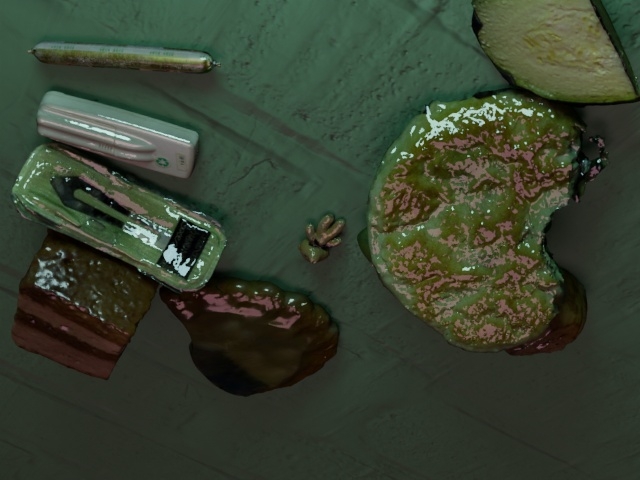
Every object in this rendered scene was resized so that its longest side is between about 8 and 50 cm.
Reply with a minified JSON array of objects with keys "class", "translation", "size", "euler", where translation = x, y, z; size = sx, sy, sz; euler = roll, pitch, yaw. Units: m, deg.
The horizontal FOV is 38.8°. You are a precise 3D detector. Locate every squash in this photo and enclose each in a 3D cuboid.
[{"class":"squash","translation":[0.267,-0.245,1.021],"size":[0.184,0.085,0.192],"euler":[13,149,50]}]

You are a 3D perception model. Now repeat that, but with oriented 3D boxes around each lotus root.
[{"class":"lotus root","translation":[0.330,0.099,1.368],"size":[0.160,0.135,0.095],"euler":[-3,138,0]}]

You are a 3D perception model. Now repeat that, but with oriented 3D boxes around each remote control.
[{"class":"remote control","translation":[-0.290,-0.148,1.303],"size":[0.230,0.049,0.090],"euler":[15,143,-4]}]

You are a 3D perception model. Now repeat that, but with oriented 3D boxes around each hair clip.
[{"class":"hair clip","translation":[-0.308,-0.034,1.399],"size":[0.321,0.138,0.091],"euler":[29,167,-14]}]

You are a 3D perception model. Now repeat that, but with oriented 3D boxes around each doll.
[{"class":"doll","translation":[0.001,-0.005,1.404],"size":[0.062,0.051,0.093],"euler":[25,110,-11]}]

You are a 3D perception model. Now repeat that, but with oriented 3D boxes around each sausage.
[{"class":"sausage","translation":[-0.261,-0.242,1.197],"size":[0.269,0.032,0.032],"euler":[6,140,10]}]

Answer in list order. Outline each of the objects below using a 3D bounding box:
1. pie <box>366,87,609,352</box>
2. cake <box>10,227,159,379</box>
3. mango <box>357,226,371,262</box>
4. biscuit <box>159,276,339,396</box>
[{"class":"pie","translation":[0.205,-0.021,1.197],"size":[0.297,0.078,0.371],"euler":[10,114,5]},{"class":"cake","translation":[-0.389,0.097,1.520],"size":[0.199,0.196,0.293],"euler":[25,144,-10]},{"class":"mango","translation":[0.178,0.016,1.329],"size":[0.238,0.091,0.137],"euler":[-4,134,26]},{"class":"biscuit","translation":[-0.145,0.172,1.619],"size":[0.335,0.078,0.329],"euler":[26,135,-17]}]
